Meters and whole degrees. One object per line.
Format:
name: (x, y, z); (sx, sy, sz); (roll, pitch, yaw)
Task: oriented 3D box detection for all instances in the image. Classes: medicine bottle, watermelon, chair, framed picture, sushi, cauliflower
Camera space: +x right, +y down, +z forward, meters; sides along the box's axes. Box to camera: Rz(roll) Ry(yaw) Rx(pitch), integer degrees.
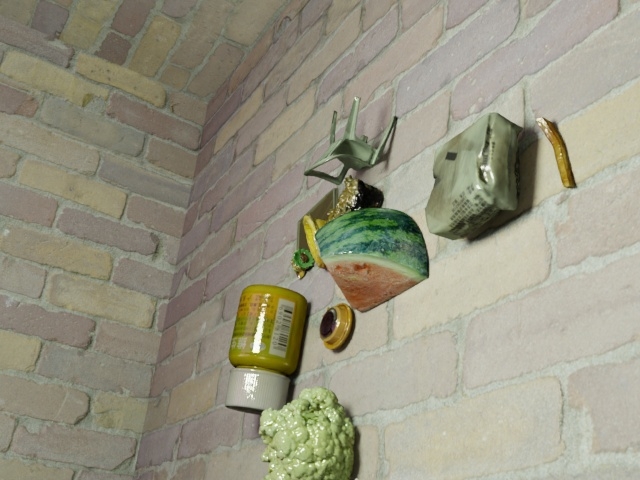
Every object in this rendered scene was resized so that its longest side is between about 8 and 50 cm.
medicine bottle: (-0.177, 0.351, 2.283); (0.224, 0.224, 0.385); (-24, 52, 57)
watermelon: (0.133, 0.068, 1.920); (0.250, 0.283, 0.293); (-145, 50, -78)
chair: (0.081, -0.285, 2.213); (0.203, 0.190, 0.275); (-26, 41, 55)
framed picture: (-0.017, -0.045, 2.475); (0.260, 0.023, 0.189); (-40, 39, 46)
sushi: (0.094, -0.076, 2.172); (0.213, 0.115, 0.147); (-60, 27, 19)
cauliflower: (-0.057, 0.542, 1.874); (0.281, 0.260, 0.327); (-28, 27, 49)

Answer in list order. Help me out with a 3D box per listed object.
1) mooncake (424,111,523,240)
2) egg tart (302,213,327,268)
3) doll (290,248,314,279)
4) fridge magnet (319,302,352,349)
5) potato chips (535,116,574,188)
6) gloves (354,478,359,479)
mooncake: (0.363, -0.141, 1.664); (0.254, 0.136, 0.250); (-36, 40, 57)
egg tart: (0.000, 0.000, 2.300); (0.191, 0.074, 0.191); (166, 90, -83)
doll: (-0.059, 0.077, 2.450); (0.113, 0.076, 0.078); (96, 149, -67)
fridge magnet: (0.044, 0.249, 2.102); (0.143, 0.063, 0.143); (-46, 32, 39)
potato chips: (0.507, -0.188, 1.535); (0.026, 0.037, 0.204); (123, 148, -48)
gloves: (0.093, 0.618, 1.773); (0.044, 0.037, 0.081); (-30, 14, 1)
